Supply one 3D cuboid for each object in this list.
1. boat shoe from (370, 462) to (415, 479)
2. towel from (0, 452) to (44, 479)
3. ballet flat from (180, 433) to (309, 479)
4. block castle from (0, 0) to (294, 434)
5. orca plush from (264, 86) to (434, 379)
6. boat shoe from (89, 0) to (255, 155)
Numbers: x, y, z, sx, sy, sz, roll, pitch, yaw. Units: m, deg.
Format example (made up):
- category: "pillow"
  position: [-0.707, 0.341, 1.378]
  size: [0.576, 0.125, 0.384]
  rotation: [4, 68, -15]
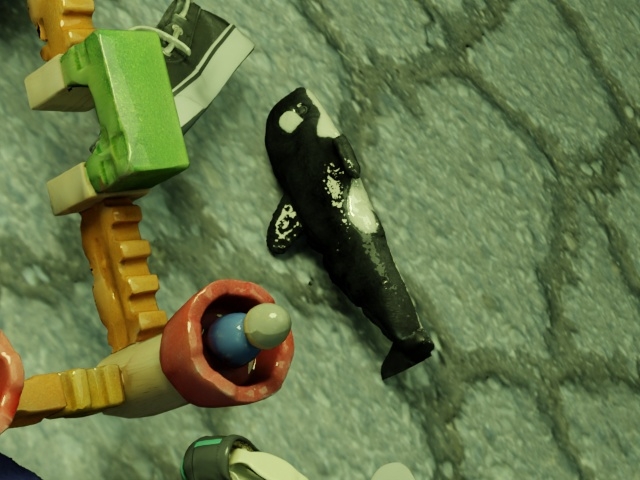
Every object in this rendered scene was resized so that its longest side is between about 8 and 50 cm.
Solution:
- category: "boat shoe"
  position: [0.069, 0.263, 1.545]
  size: [0.040, 0.049, 0.142]
  rotation: [66, 15, -52]
- category: "towel"
  position: [-0.193, 0.244, 1.136]
  size: [0.308, 0.076, 0.228]
  rotation: [33, 21, 13]
- category: "ballet flat"
  position: [-0.022, 0.221, 1.446]
  size: [0.203, 0.074, 0.074]
  rotation: [40, 39, -21]
- category: "block castle"
  position: [-0.204, -0.092, 1.161]
  size: [0.303, 0.213, 0.453]
  rotation: [-5, 77, -41]
- category: "orca plush"
  position: [0.000, 0.000, 1.664]
  size: [0.151, 0.102, 0.287]
  rotation: [156, -88, -82]
- category: "boat shoe"
  position: [-0.149, -0.139, 1.552]
  size: [0.105, 0.113, 0.306]
  rotation: [42, 35, -7]
